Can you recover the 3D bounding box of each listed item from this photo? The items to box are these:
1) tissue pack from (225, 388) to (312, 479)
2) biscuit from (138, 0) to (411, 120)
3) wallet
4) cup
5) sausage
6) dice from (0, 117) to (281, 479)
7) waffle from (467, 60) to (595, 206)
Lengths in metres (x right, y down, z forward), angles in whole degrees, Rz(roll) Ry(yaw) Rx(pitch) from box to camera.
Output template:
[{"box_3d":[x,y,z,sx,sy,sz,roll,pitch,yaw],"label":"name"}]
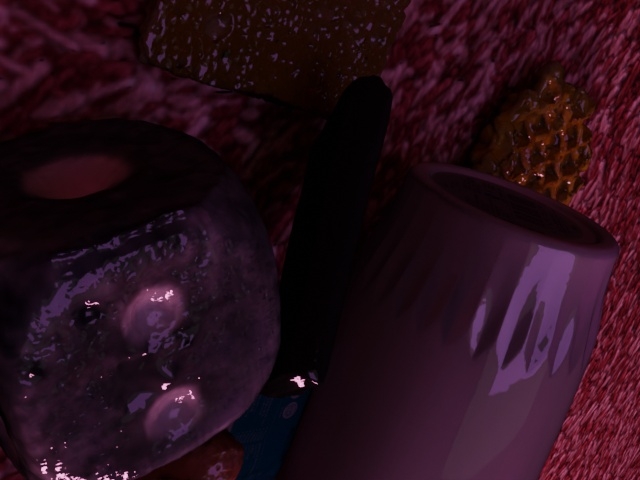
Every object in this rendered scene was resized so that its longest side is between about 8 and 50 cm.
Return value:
[{"box_3d":[-0.075,0.139,0.701,0.120,0.082,0.169,4,112,-46],"label":"tissue pack"},{"box_3d":[-0.027,-0.172,0.589,0.237,0.026,0.131,7,109,-45],"label":"biscuit"},{"box_3d":[0.000,0.000,0.595,0.044,0.149,0.250,17,70,-11],"label":"wallet"},{"box_3d":[0.119,0.128,0.747,0.253,0.253,0.372,0,116,-44],"label":"cup"},{"box_3d":[-0.146,0.216,0.606,0.078,0.078,0.304,-9,149,-40],"label":"sausage"},{"box_3d":[-0.144,0.034,0.492,0.181,0.182,0.183,-23,129,-30],"label":"dice"},{"box_3d":[0.251,-0.079,0.893,0.243,0.058,0.238,-57,140,-1],"label":"waffle"}]
